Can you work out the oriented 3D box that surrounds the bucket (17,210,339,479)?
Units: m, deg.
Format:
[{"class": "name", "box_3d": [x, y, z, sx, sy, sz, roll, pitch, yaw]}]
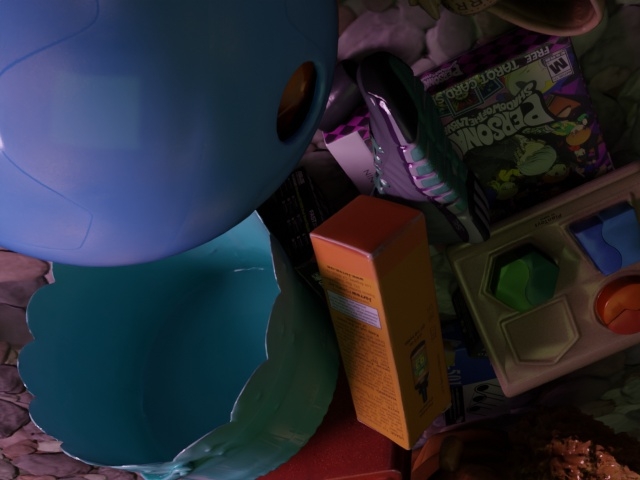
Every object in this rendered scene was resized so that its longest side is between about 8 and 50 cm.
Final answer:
[{"class": "bucket", "box_3d": [-0.124, 0.099, 0.787, 0.281, 0.281, 0.183, -20, 147, 14]}]

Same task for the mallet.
[{"class": "mallet", "box_3d": [-0.050, -0.147, 0.690, 0.189, 0.039, 0.062, 18, 130, -23]}]

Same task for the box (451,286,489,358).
[{"class": "box", "box_3d": [0.258, 0.061, 0.946, 0.155, 0.093, 0.158, 4, 137, -15]}]

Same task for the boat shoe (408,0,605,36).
[{"class": "boat shoe", "box_3d": [0.094, -0.194, 0.487, 0.121, 0.110, 0.341, -6, 179, 43]}]

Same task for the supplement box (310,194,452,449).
[{"class": "supplement box", "box_3d": [0.061, 0.079, 0.753, 0.078, 0.080, 0.234, -38, 128, -33]}]

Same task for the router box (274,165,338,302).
[{"class": "router box", "box_3d": [0.000, 0.000, 0.801, 0.038, 0.122, 0.092, -27, 138, 11]}]

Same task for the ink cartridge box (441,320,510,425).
[{"class": "ink cartridge box", "box_3d": [0.206, 0.179, 1.113, 0.097, 0.046, 0.207, -13, 140, 3]}]

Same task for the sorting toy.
[{"class": "sorting toy", "box_3d": [0.215, 0.071, 0.837, 0.307, 0.041, 0.229, -24, 121, 5]}]

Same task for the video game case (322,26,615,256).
[{"class": "video game case", "box_3d": [0.149, -0.086, 0.789, 0.232, 0.042, 0.210, -23, 138, 16]}]

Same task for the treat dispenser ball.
[{"class": "treat dispenser ball", "box_3d": [-0.131, -0.128, 0.495, 0.288, 0.288, 0.288, -5, 140, -4]}]

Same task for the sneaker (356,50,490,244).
[{"class": "sneaker", "box_3d": [0.067, -0.061, 0.714, 0.098, 0.083, 0.224, -16, 134, 26]}]

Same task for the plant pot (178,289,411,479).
[{"class": "plant pot", "box_3d": [-0.008, 0.212, 0.965, 0.267, 0.236, 0.267, -9, 141, 0]}]

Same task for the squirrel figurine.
[{"class": "squirrel figurine", "box_3d": [0.250, 0.341, 1.104, 0.397, 0.281, 0.370, -30, 155, 2]}]
